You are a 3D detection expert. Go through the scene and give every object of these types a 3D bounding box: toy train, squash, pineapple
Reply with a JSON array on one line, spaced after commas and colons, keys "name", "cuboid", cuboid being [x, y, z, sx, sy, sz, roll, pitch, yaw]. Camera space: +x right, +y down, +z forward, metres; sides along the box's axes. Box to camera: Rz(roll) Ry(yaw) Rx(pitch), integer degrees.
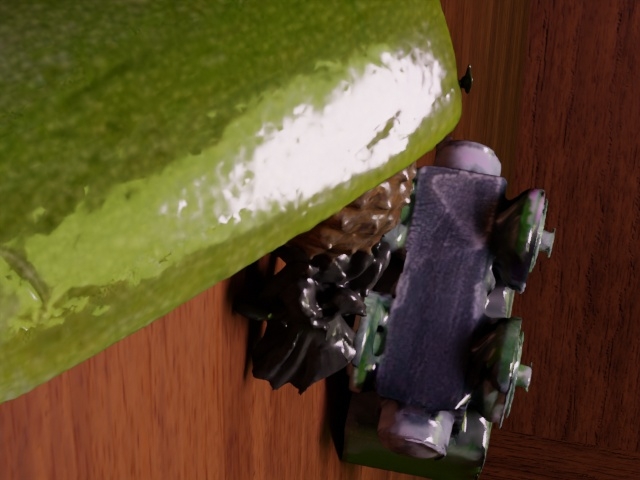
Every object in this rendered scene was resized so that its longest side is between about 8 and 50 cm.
[{"name": "toy train", "cuboid": [0.114, 0.071, 1.377, 0.249, 0.173, 0.307, 88, 14, -66]}, {"name": "squash", "cuboid": [-0.095, -0.072, 0.587, 0.288, 0.203, 0.111, -28, 137, -30]}, {"name": "pineapple", "cuboid": [0.000, 0.000, 0.937, 0.119, 0.111, 0.237, -30, 145, -35]}]
